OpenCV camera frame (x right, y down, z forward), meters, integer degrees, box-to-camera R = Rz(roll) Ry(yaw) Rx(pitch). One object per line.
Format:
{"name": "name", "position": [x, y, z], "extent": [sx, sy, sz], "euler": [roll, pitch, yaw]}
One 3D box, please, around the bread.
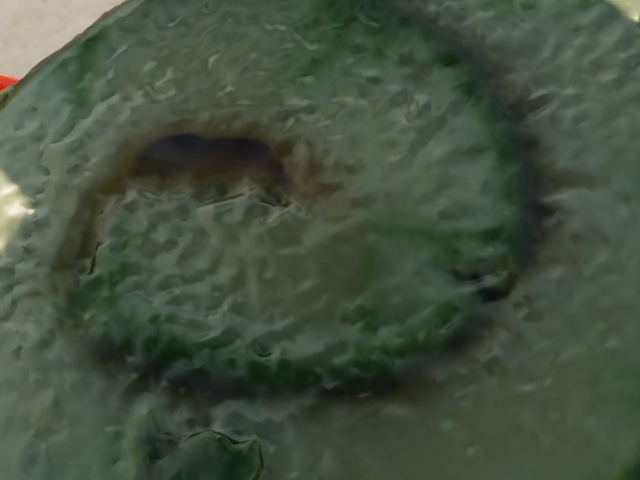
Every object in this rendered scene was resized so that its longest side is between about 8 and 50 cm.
{"name": "bread", "position": [0.000, 0.000, 0.538], "extent": [0.366, 0.129, 0.382], "euler": [3, 66, 10]}

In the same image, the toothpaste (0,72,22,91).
{"name": "toothpaste", "position": [-0.236, -0.084, 0.608], "extent": [0.193, 0.045, 0.071], "euler": [25, 80, 12]}
